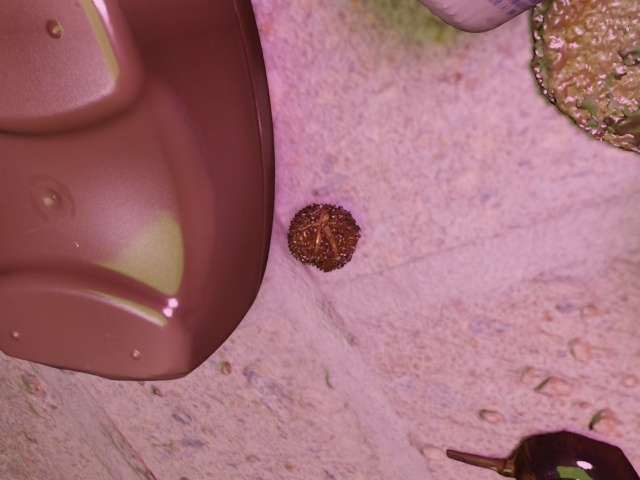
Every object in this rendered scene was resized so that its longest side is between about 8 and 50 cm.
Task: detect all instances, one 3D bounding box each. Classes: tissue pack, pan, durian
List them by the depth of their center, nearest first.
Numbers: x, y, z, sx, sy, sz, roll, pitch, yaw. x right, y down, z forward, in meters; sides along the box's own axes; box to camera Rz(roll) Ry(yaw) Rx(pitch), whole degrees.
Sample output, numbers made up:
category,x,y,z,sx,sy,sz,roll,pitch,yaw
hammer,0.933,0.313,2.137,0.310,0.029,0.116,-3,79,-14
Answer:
category,x,y,z,sx,sy,sz,roll,pitch,yaw
tissue pack,-0.181,-0.084,0.503,0.267,0.277,0.387,6,121,16
durian,0.000,0.000,0.572,0.080,0.080,0.091,40,140,2
pan,0.258,0.292,0.621,0.202,0.048,0.128,-29,102,36

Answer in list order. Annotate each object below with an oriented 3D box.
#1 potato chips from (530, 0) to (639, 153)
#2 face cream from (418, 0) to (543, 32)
category,x,y,z,sx,sy,sz,roll,pitch,yaw
potato chips,0.268,-0.149,0.384,0.220,0.029,0.202,48,128,-1
face cream,0.085,-0.233,0.313,0.111,0.206,0.206,-26,103,36
